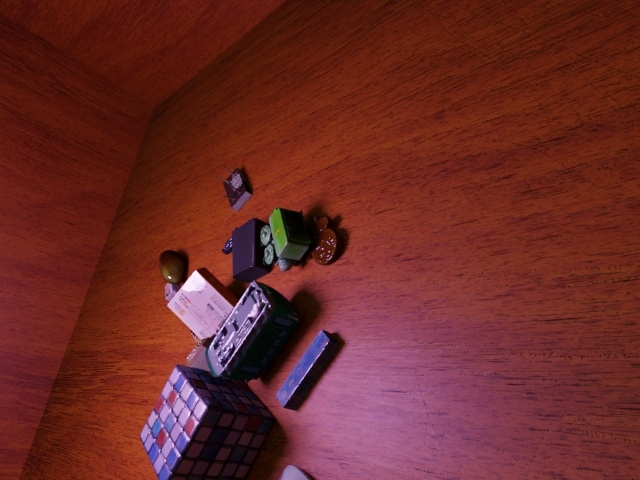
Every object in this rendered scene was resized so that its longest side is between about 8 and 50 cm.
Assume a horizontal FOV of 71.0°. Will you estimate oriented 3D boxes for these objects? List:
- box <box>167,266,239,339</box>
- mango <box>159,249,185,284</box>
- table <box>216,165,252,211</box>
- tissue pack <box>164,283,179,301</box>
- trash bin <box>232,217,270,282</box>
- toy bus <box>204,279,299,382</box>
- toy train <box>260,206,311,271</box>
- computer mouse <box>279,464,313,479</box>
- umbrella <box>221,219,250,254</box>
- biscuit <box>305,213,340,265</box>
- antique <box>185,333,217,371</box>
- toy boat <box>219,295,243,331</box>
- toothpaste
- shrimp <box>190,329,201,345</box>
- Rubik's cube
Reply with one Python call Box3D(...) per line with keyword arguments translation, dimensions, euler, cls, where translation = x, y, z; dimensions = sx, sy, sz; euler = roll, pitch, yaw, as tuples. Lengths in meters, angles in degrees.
Box3D(translation=(-0.466, 0.280, 1.855), dimensions=(0.274, 0.091, 0.221), euler=(45, 104, 7), cls="box")
Box3D(translation=(-0.779, 0.131, 2.366), dimensions=(0.111, 0.133, 0.267), euler=(-65, 33, 23), cls="mango")
Box3D(translation=(-0.449, -0.277, 2.275), dimensions=(0.121, 0.111, 0.240), euler=(-46, 41, 16), cls="table")
Box3D(translation=(-0.771, 0.261, 2.335), dimensions=(0.074, 0.058, 0.094), euler=(-47, 40, 19), cls="tissue pack")
Box3D(translation=(-0.296, 0.046, 1.913), dimensions=(0.165, 0.115, 0.225), euler=(-27, 51, 35), cls="trash bin")
Box3D(translation=(-0.233, 0.332, 1.598), dimensions=(0.343, 0.199, 0.183), euler=(-55, 37, 7), cls="toy bus")
Box3D(translation=(-0.139, -0.010, 1.727), dimensions=(0.188, 0.132, 0.243), euler=(-55, 38, 35), cls="toy train")
Box3D(translation=(-0.055, 0.750, 1.236), dimensions=(0.288, 0.097, 0.159), euler=(17, 82, 50), cls="computer mouse")
Box3D(translation=(-0.389, -0.015, 2.089), dimensions=(0.224, 0.071, 0.080), euler=(-42, 3, 30), cls="umbrella")
Box3D(translation=(0.000, 0.000, 1.674), dimensions=(0.180, 0.039, 0.236), euler=(-58, 38, 16), cls="biscuit")
Box3D(translation=(-0.429, 0.462, 1.737), dimensions=(0.147, 0.148, 0.152), euler=(-55, -2, 8), cls="antique")
Box3D(translation=(-0.291, 0.270, 1.747), dimensions=(0.085, 0.078, 0.260), euler=(-4, 37, 40), cls="toy boat")
Box3D(translation=(-0.041, 0.421, 1.457), dimensions=(0.272, 0.053, 0.066), euler=(-57, 35, 6), cls="toothpaste")
Box3D(translation=(-0.545, 0.392, 2.018), dimensions=(0.287, 0.063, 0.152), euler=(17, 91, 49), cls="shrimp")
Box3D(translation=(-0.383, 0.629, 1.509), dimensions=(0.287, 0.292, 0.293), euler=(24, 87, 50), cls="Rubik's cube")
